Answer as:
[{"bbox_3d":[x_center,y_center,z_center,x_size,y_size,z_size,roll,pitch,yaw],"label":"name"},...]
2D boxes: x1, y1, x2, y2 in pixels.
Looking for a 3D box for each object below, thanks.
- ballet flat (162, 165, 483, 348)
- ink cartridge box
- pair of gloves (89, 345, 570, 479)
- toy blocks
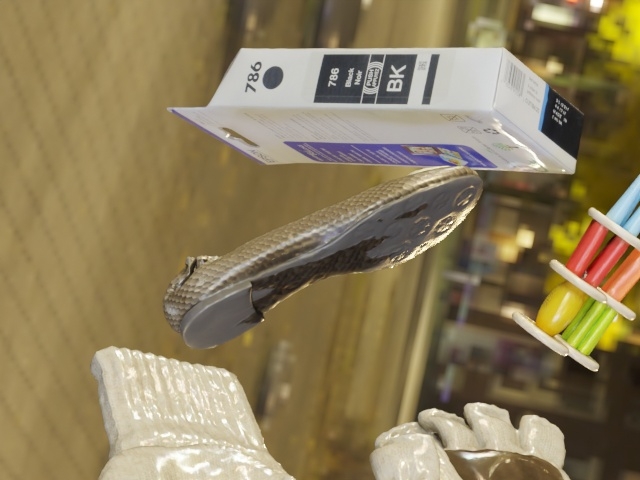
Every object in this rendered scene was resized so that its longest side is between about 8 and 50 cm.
[{"bbox_3d":[0.000,0.000,1.403,0.058,0.250,0.084,57,-13,34],"label":"ballet flat"},{"bbox_3d":[0.046,-0.113,1.708,0.165,0.332,0.065,28,69,-55],"label":"ink cartridge box"},{"bbox_3d":[0.019,0.119,0.829,0.204,0.240,0.042,-104,-148,-59],"label":"pair of gloves"},{"bbox_3d":[0.224,0.022,1.520,0.148,0.054,0.123,-54,150,6],"label":"toy blocks"}]
